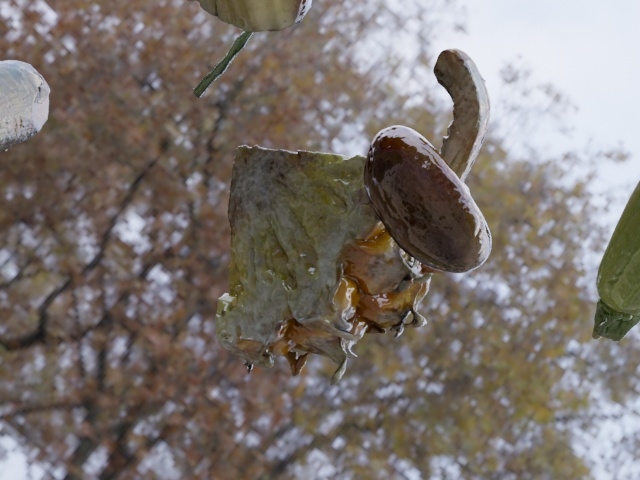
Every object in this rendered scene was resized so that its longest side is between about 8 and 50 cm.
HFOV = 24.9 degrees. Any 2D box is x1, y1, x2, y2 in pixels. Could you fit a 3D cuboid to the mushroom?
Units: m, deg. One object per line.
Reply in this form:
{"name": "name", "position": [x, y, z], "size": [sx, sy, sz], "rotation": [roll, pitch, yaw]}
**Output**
{"name": "mushroom", "position": [0.061, -0.044, 0.826], "size": [0.073, 0.129, 0.088], "rotation": [-2, -13, 12]}

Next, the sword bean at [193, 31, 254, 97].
{"name": "sword bean", "position": [-0.077, -0.152, 1.205], "size": [0.012, 0.083, 0.012], "rotation": [40, 1, -1]}

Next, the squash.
{"name": "squash", "position": [0.260, 0.012, 1.127], "size": [0.094, 0.094, 0.224], "rotation": [33, -38, 8]}

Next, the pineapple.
{"name": "pineapple", "position": [0.000, 0.000, 1.118], "size": [0.236, 0.186, 0.114], "rotation": [-36, -32, 21]}

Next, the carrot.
{"name": "carrot", "position": [-0.309, -0.106, 1.258], "size": [0.082, 0.173, 0.082], "rotation": [14, -64, 31]}

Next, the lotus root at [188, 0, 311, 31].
{"name": "lotus root", "position": [-0.063, -0.204, 0.861], "size": [0.159, 0.095, 0.135], "rotation": [33, -22, 9]}
